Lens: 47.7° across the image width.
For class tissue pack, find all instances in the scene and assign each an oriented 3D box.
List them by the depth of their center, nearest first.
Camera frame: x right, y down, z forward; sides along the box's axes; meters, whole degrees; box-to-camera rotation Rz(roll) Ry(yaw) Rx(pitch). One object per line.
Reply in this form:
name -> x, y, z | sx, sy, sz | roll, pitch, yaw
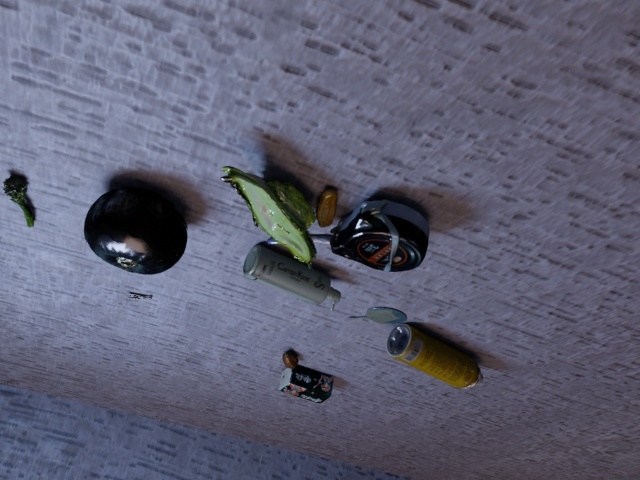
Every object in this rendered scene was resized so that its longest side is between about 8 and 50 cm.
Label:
tissue pack -> -0.049, 0.506, 2.544 | 0.170, 0.091, 0.103 | 20, 148, -18

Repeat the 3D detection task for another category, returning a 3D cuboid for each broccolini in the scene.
broccolini -> -0.715, -0.087, 1.740 | 0.054, 0.051, 0.239 | 53, 160, 12

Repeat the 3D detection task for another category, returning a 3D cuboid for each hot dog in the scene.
hot dog -> 0.011, -0.069, 1.531 | 0.044, 0.028, 0.137 | -14, 156, -10

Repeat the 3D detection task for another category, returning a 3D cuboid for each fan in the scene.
fan -> 0.155, 0.213, 2.025 | 0.175, 0.005, 0.113 | -8, 147, 28

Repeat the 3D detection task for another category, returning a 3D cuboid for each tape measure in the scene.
tape measure -> 0.136, -0.009, 1.517 | 0.180, 0.107, 0.182 | 23, 150, -17

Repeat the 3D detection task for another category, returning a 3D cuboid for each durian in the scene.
durian -> -0.083, -0.056, 1.501 | 0.132, 0.107, 0.375 | -9, 145, 28

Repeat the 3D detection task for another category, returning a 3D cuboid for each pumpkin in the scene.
pumpkin -> -0.414, -0.016, 1.633 | 0.233, 0.163, 0.233 | 10, 153, 5

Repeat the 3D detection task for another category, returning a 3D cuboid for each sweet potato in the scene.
sweet potato -> -0.104, 0.389, 2.394 | 0.049, 0.049, 0.117 | 2, 151, 15

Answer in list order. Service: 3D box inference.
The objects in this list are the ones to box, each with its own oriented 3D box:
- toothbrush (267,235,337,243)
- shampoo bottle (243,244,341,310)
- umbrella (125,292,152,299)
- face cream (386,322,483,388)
toothbrush -> 0.000, 0.000, 1.669 | 0.269, 0.021, 0.027 | -1, 137, 19
shampoo bottle -> -0.061, 0.095, 1.798 | 0.262, 0.085, 0.085 | 24, 149, -24
umbrella -> -0.545, 0.170, 2.174 | 0.083, 0.020, 0.031 | 0, 151, 8
face cream -> 0.348, 0.349, 2.107 | 0.348, 0.105, 0.105 | 28, 147, -30
